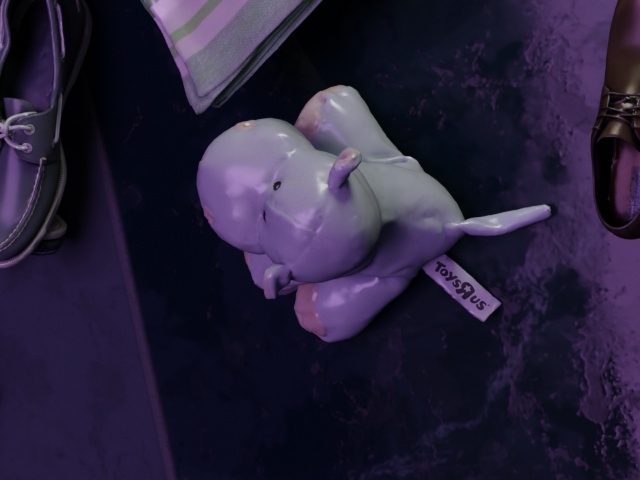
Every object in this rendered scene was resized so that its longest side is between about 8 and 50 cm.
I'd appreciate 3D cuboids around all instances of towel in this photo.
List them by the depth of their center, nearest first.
[{"bbox_3d":[-0.111,-0.314,1.275,0.248,0.038,0.325,-43,66,34],"label":"towel"}]

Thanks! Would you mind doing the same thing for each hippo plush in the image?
[{"bbox_3d":[0.000,0.000,1.270,0.294,0.236,0.234,35,111,22],"label":"hippo plush"}]

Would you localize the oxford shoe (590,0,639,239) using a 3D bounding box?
[{"bbox_3d":[0.275,-0.112,1.183,0.083,0.096,0.227,2,95,32],"label":"oxford shoe"}]

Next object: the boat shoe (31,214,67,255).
[{"bbox_3d":[-0.398,-0.007,1.581,0.254,0.095,0.079,10,101,25],"label":"boat shoe"}]

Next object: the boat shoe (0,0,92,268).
[{"bbox_3d":[-0.328,-0.132,1.474,0.116,0.099,0.319,11,82,13],"label":"boat shoe"}]
